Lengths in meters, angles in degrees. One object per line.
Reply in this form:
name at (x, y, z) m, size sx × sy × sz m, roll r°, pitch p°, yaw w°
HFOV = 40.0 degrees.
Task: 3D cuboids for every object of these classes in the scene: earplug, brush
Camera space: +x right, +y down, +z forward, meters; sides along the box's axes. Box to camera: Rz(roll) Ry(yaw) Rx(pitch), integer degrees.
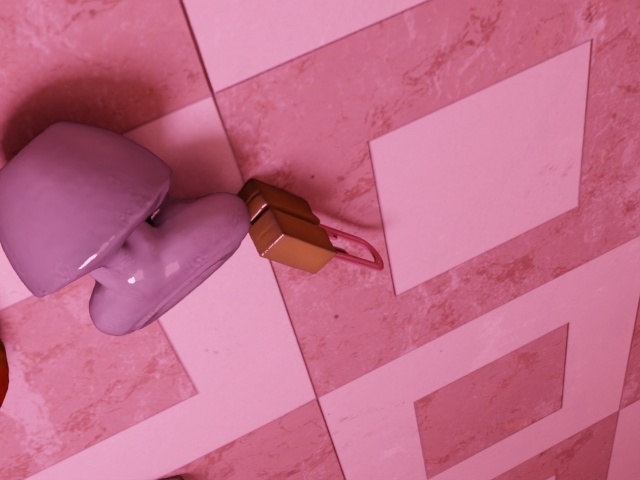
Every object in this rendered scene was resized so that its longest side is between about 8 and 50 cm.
earplug at (-0.203, -0.007, 0.935) m, size 0.214 × 0.175 × 0.325 m, roll -42°, pitch 149°, yaw 7°
brush at (0.000, 0.000, 1.114) m, size 0.233 × 0.103 × 0.047 m, roll 20°, pitch 120°, yaw -45°

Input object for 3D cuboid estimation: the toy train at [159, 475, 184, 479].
toy train at (-0.334, 0.491, 1.383) m, size 0.300 × 0.131 × 0.201 m, roll -8°, pitch 127°, yaw -28°

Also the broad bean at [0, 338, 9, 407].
broad bean at (-0.430, 0.170, 0.987) m, size 0.156 × 0.122 × 0.228 m, roll 1°, pitch 133°, yaw -30°
